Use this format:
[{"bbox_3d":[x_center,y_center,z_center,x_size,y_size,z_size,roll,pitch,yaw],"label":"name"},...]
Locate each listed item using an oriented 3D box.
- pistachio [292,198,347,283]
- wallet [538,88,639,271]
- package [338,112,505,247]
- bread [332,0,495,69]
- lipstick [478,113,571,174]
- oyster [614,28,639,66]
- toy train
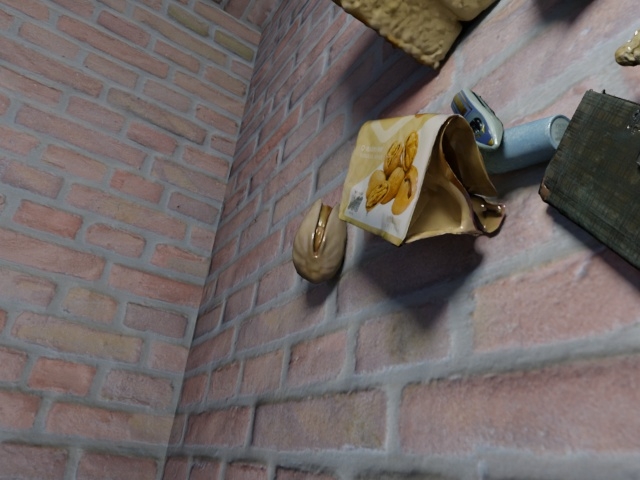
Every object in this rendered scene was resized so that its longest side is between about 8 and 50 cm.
[{"bbox_3d":[0.000,0.000,1.115,0.152,0.127,0.222,81,-162,-68],"label":"pistachio"},{"bbox_3d":[0.366,-0.052,0.494,0.317,0.044,0.168,-107,25,-59],"label":"wallet"},{"bbox_3d":[0.176,-0.102,0.826,0.311,0.165,0.221,-150,75,-68],"label":"package"},{"bbox_3d":[0.154,-0.623,1.003,0.279,0.372,0.389,-54,31,29],"label":"bread"},{"bbox_3d":[0.285,-0.143,0.762,0.274,0.061,0.068,-8,65,65],"label":"lipstick"},{"bbox_3d":[0.457,-0.177,0.417,0.361,0.096,0.221,4,62,59],"label":"oyster"},{"bbox_3d":[0.263,-0.208,0.769,0.055,0.048,0.251,-49,13,27],"label":"toy train"}]
